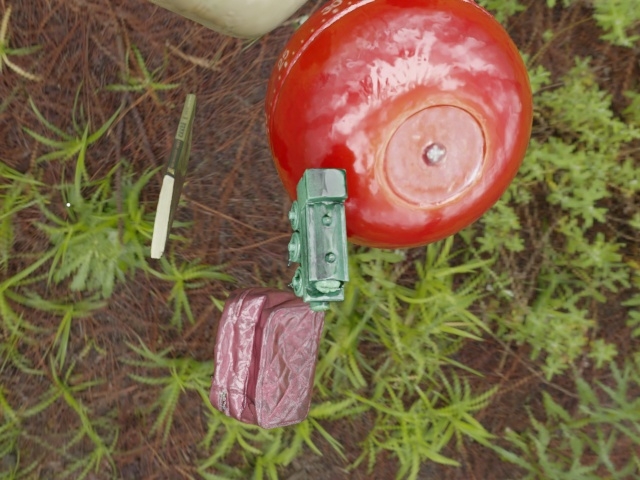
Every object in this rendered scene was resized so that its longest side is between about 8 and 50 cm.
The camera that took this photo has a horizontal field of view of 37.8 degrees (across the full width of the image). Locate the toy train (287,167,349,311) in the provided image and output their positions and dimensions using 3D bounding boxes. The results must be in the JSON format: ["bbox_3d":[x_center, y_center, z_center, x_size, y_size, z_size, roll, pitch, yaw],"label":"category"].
[{"bbox_3d":[0.000,0.000,1.171,0.071,0.111,0.170,1,71,-13],"label":"toy train"}]

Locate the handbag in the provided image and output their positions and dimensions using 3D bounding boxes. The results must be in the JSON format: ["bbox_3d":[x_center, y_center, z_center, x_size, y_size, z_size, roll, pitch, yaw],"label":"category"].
[{"bbox_3d":[-0.089,0.188,1.525,0.146,0.135,0.225,-2,103,-50],"label":"handbag"}]

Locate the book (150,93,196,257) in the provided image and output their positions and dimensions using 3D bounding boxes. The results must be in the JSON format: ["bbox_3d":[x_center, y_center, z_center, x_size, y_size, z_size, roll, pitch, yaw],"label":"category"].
[{"bbox_3d":[-0.223,-0.101,1.433,0.024,0.228,0.160,12,129,-6],"label":"book"}]

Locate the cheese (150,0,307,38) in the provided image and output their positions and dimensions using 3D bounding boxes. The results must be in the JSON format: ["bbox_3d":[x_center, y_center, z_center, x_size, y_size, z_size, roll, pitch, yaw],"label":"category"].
[{"bbox_3d":[-0.093,-0.220,0.544,0.235,0.218,0.117,29,110,-33],"label":"cheese"}]

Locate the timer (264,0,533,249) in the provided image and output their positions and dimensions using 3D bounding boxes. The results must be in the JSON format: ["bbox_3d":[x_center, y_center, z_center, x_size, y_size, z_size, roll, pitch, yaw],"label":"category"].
[{"bbox_3d":[0.112,-0.170,1.319,0.378,0.279,0.378,-7,122,-12],"label":"timer"}]
